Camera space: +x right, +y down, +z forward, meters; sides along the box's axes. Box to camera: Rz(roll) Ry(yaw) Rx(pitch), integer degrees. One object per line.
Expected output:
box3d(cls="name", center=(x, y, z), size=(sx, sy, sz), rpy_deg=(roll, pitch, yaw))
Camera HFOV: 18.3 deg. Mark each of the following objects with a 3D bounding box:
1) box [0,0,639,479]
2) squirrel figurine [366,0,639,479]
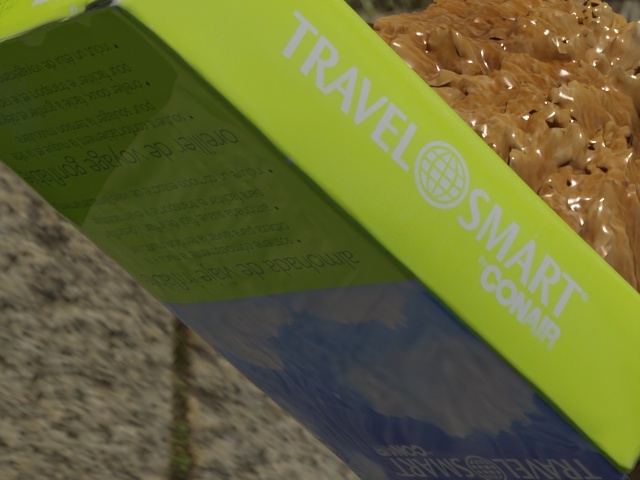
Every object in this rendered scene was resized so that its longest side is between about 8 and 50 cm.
box3d(cls="box", center=(0.000, 0.000, 0.450), size=(0.178, 0.109, 0.042), rpy_deg=(43, 65, -24))
box3d(cls="squirrel figurine", center=(0.181, -0.003, 0.947), size=(0.397, 0.281, 0.370), rpy_deg=(30, 48, -20))
